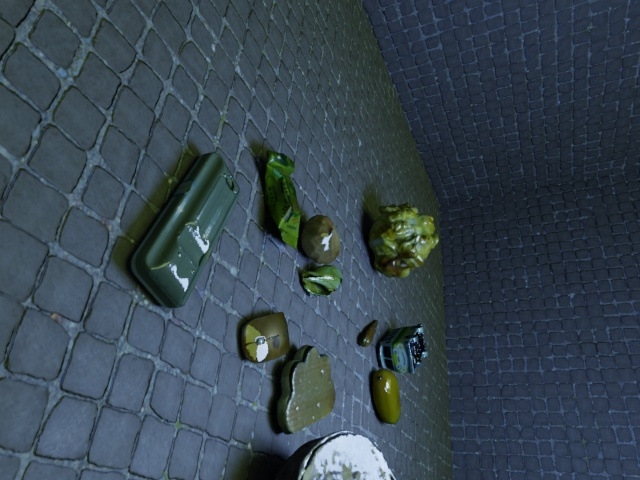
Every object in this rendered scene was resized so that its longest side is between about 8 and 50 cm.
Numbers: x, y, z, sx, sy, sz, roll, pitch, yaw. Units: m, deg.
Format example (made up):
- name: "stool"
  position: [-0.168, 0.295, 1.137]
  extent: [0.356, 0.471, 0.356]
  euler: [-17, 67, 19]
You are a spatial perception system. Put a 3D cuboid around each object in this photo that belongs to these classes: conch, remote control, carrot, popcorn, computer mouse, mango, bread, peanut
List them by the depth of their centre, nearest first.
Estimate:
- name: "remote control"
  position: [-0.236, -0.032, 0.895]
  extent: [0.335, 0.065, 0.128]
  euler: [-74, 149, -44]
- name: "computer mouse"
  position: [-0.118, 0.224, 1.102]
  extent: [0.199, 0.044, 0.102]
  euler: [6, 74, -67]
- name: "bread"
  position: [-0.036, 0.376, 1.221]
  extent: [0.286, 0.056, 0.208]
  euler: [24, 63, -63]
- name: "peanut"
  position: [0.000, 0.000, 1.383]
  extent: [0.159, 0.109, 0.141]
  euler: [75, 31, -45]
- name: "conch"
  position: [0.011, 0.120, 1.406]
  extent: [0.200, 0.079, 0.095]
  euler: [-11, 105, -50]
- name: "mango"
  position: [0.251, 0.596, 1.772]
  extent: [0.137, 0.091, 0.238]
  euler: [-26, 106, -60]
- name: "carrot"
  position: [0.191, 0.346, 1.790]
  extent: [0.254, 0.049, 0.049]
  euler: [-31, 110, -70]
- name: "popcorn"
  position: [0.347, -0.008, 1.965]
  extent: [0.312, 0.312, 0.313]
  euler: [-9, 90, -67]

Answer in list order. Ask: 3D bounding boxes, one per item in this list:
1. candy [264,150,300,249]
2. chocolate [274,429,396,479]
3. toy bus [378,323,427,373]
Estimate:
- name: "candy"
  position: [-0.100, -0.104, 1.235]
  extent: [0.149, 0.069, 0.247]
  euler: [17, 61, -70]
- name: "chocolate"
  position: [0.001, 0.581, 1.036]
  extent: [0.303, 0.213, 0.304]
  euler: [18, 60, -34]
- name: "toy bus"
  position: [0.339, 0.443, 1.935]
  extent: [0.276, 0.164, 0.134]
  euler: [-13, 94, -66]
